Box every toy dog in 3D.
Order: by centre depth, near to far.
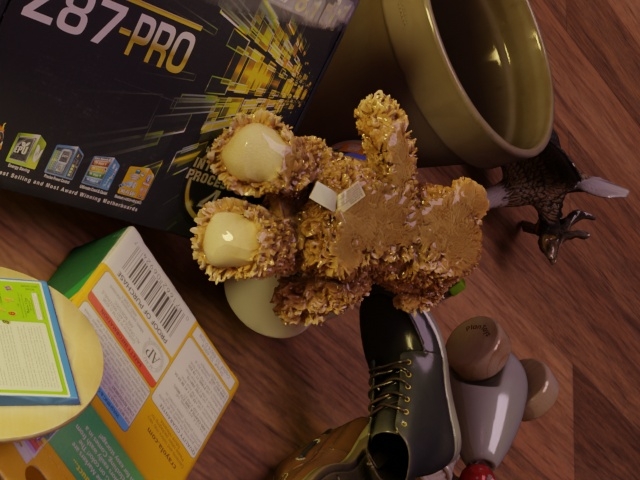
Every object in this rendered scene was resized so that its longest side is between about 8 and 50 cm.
[{"bbox_3d":[0.167,0.249,1.899,0.334,0.161,0.220,-46,117,-41],"label":"toy dog"}]

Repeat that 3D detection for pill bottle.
[{"bbox_3d":[0.000,0.000,1.717,0.152,0.152,0.272,63,33,-13],"label":"pill bottle"}]

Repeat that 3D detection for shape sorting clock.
[{"bbox_3d":[-0.280,0.090,1.228,0.206,0.040,0.206,18,34,-13],"label":"shape sorting clock"}]

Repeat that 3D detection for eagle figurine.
[{"bbox_3d":[0.297,-0.116,2.245,0.225,0.226,0.298,-41,115,-37],"label":"eagle figurine"}]

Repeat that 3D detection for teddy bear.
[{"bbox_3d":[0.013,-0.027,1.530,0.338,0.113,0.245,-10,101,-35],"label":"teddy bear"}]

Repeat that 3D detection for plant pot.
[{"bbox_3d":[0.095,-0.212,1.871,0.323,0.280,0.323,36,44,-45],"label":"plant pot"}]

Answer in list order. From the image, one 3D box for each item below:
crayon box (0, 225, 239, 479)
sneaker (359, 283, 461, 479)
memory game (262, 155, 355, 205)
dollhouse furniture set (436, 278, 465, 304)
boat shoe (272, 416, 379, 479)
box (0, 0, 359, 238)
[{"bbox_3d":[-0.209,0.160,1.360,0.203,0.083,0.323,58,32,-20],"label":"crayon box"},{"bbox_3d":[0.084,0.154,1.630,0.118,0.083,0.222,-17,88,-59],"label":"sneaker"},{"bbox_3d":[-0.045,-0.054,1.653,0.186,0.186,0.012,-48,124,-57],"label":"memory game"},{"bbox_3d":[0.157,0.042,2.084,0.076,0.058,0.152,55,13,-11],"label":"dollhouse furniture set"},{"bbox_3d":[0.000,0.280,1.616,0.307,0.104,0.111,-26,104,-61],"label":"boat shoe"},{"bbox_3d":[-0.166,-0.178,1.406,0.395,0.097,0.318,18,100,-48],"label":"box"}]
